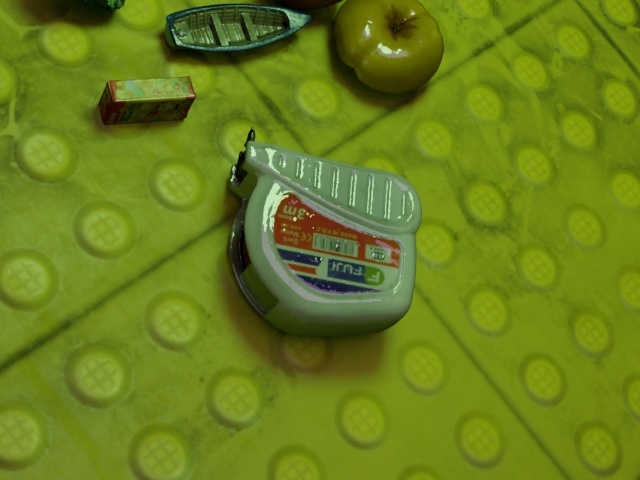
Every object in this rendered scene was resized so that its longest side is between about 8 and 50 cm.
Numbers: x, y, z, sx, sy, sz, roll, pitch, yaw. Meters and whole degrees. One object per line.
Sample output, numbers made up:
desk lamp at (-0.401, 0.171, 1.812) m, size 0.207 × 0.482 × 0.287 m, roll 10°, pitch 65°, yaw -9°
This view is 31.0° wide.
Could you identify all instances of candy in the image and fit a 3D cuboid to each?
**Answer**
candy at (-0.238, -0.193, 1.588) m, size 0.122 × 0.062 × 0.038 m, roll -7°, pitch 69°, yaw -27°

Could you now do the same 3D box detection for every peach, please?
peach at (0.104, -0.308, 1.777) m, size 0.179 × 0.103 × 0.179 m, roll 12°, pitch 60°, yaw -21°

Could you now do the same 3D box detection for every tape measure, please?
tape measure at (0.000, 0.000, 1.574) m, size 0.258 × 0.130 × 0.265 m, roll 12°, pitch 68°, yaw -17°

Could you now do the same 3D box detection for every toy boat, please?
toy boat at (-0.121, -0.312, 1.707) m, size 0.229 × 0.046 × 0.080 m, roll -12°, pitch 72°, yaw -29°

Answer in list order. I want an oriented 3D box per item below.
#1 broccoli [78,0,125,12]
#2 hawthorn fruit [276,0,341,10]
broccoli at (-0.308, -0.413, 1.606) m, size 0.156 × 0.195 × 0.195 m, roll -7°, pitch 67°, yaw 7°
hawthorn fruit at (-0.032, -0.422, 1.759) m, size 0.189 × 0.149 × 0.149 m, roll -10°, pitch 69°, yaw 5°
